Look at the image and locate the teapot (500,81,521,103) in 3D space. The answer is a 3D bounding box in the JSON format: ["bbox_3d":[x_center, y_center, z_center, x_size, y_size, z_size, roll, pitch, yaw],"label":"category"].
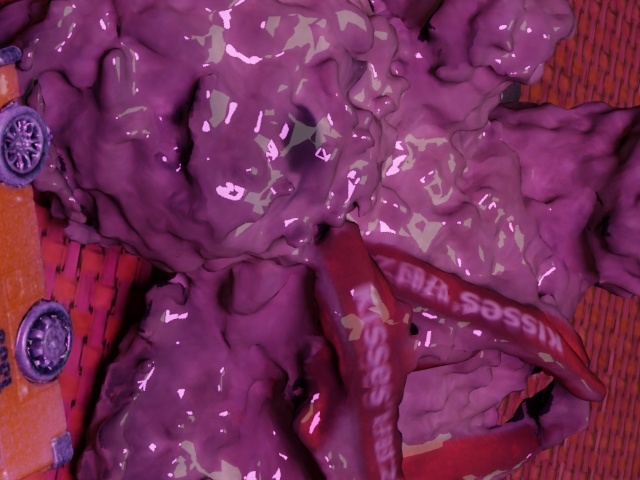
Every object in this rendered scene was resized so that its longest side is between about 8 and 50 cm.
[{"bbox_3d":[0.044,-0.096,1.107,0.111,0.108,0.149,-62,149,-28],"label":"teapot"}]

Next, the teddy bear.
[{"bbox_3d":[0.000,0.000,0.940,0.367,0.224,0.357,34,98,-40],"label":"teddy bear"}]

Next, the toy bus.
[{"bbox_3d":[-0.165,0.018,0.797,0.103,0.091,0.182,-29,119,-52],"label":"toy bus"}]
